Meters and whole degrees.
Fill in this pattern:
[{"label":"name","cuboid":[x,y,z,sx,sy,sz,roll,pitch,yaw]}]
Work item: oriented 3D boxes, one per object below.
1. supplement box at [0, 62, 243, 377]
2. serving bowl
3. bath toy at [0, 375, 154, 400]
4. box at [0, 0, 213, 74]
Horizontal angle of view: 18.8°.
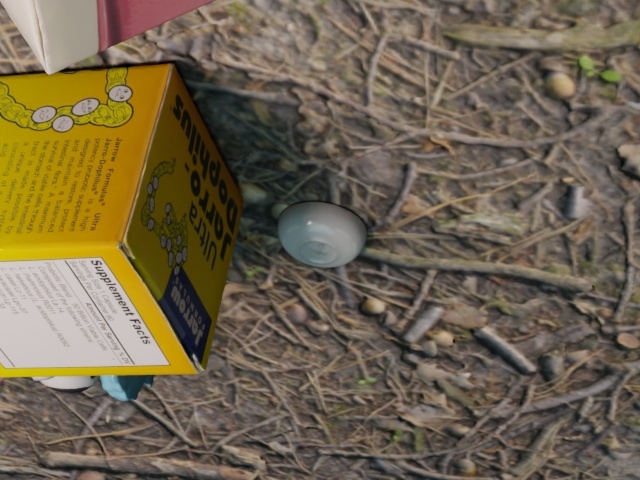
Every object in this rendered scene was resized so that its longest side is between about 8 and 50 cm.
[{"label":"supplement box","cuboid":[-0.275,-0.010,1.664,0.356,0.195,0.194,-2,143,19]},{"label":"serving bowl","cuboid":[0.000,0.000,1.750,0.083,0.027,0.083,7,144,5]},{"label":"bath toy","cuboid":[-0.333,0.113,1.912,0.348,0.129,0.151,-4,143,21]},{"label":"box","cuboid":[-0.113,-0.236,1.249,0.232,0.148,0.127,-26,149,-15]}]
